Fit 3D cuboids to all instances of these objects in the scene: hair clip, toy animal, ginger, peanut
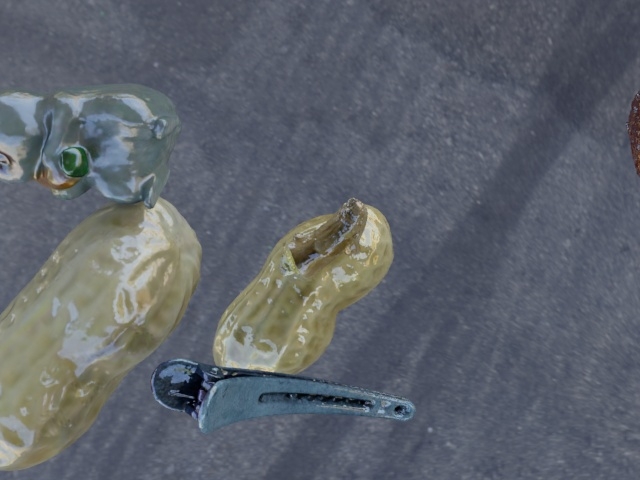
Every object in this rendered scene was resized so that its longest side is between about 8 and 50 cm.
[{"bbox_3d":[-0.019,0.140,0.870,0.083,0.275,0.048,15,95,47],"label":"hair clip"},{"bbox_3d":[-0.266,-0.106,0.927,0.251,0.127,0.125,12,83,0],"label":"toy animal"},{"bbox_3d":[0.003,0.005,1.132,0.137,0.044,0.057,-34,71,15],"label":"ginger"},{"bbox_3d":[-0.239,0.092,0.963,0.152,0.152,0.313,36,78,25],"label":"peanut"},{"bbox_3d":[-0.023,0.074,1.302,0.147,0.147,0.305,38,93,25],"label":"peanut"}]

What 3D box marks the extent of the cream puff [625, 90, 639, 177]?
[{"bbox_3d":[0.319,-0.078,0.831,0.084,0.149,0.149,-30,66,45],"label":"cream puff"}]
